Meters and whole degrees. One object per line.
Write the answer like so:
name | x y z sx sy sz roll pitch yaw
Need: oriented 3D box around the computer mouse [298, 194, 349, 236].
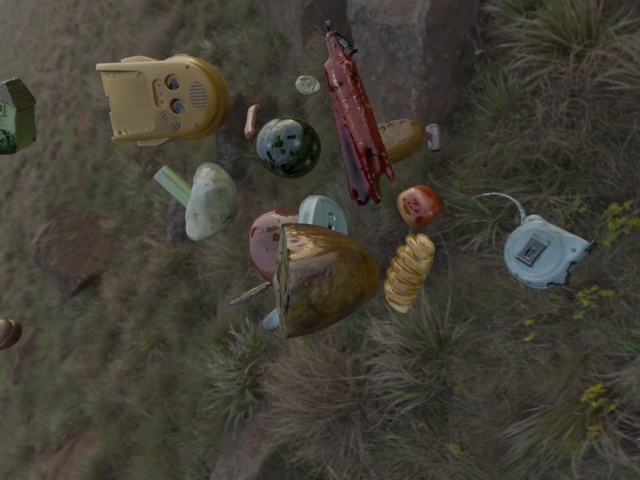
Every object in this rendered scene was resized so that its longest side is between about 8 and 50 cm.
computer mouse | -0.004 0.002 1.194 0.097 0.159 0.288 -26 44 37

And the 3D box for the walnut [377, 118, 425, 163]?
walnut | 0.229 -0.296 1.386 0.211 0.167 0.087 -16 60 28

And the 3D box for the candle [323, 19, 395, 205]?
candle | 0.052 -0.198 0.721 0.084 0.302 0.059 -15 21 13

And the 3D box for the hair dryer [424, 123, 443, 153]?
hair dryer | 0.439 -0.439 1.853 0.064 0.181 0.117 -20 71 52

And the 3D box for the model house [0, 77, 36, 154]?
model house | -0.940 -0.372 1.235 0.195 0.214 0.189 -100 28 -64

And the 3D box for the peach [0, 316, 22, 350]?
peach | -0.743 0.217 1.024 0.083 0.083 0.083 -19 61 37

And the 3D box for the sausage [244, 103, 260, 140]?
sausage | -0.231 -0.402 1.482 0.043 0.043 0.186 -32 39 30

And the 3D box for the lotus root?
lotus root | 0.008 0.079 0.786 0.188 0.180 0.199 -105 22 -50

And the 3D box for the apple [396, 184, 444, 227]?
apple | 0.412 -0.146 1.848 0.199 0.199 0.199 -19 61 37

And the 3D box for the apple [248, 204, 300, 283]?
apple | -0.108 0.028 1.717 0.269 0.345 0.345 -1 72 30

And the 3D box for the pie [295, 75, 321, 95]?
pie | -0.041 -0.497 1.409 0.017 0.085 0.085 110 157 -60

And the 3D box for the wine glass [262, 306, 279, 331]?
wine glass | -0.098 0.217 1.417 0.198 0.066 0.066 -41 48 7

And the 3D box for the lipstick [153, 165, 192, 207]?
lipstick | -0.488 -0.153 1.664 0.076 0.304 0.076 -45 8 8

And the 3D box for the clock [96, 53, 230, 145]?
clock | -0.420 -0.391 1.233 0.200 0.317 0.244 -82 -12 -70

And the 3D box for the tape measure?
tape measure | 0.438 -0.015 1.022 0.330 0.084 0.164 37 99 42

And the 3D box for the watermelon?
watermelon | -0.127 -0.367 1.743 0.269 0.269 0.269 -19 61 37

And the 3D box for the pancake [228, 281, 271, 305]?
pancake | -0.282 0.223 1.975 0.033 0.288 0.286 63 154 1

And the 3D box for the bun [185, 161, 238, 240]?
bun | -0.289 -0.099 1.190 0.231 0.133 0.231 -169 90 -73

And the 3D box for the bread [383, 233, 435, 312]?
bread | 0.337 0.115 1.722 0.173 0.121 0.311 -110 35 -63
